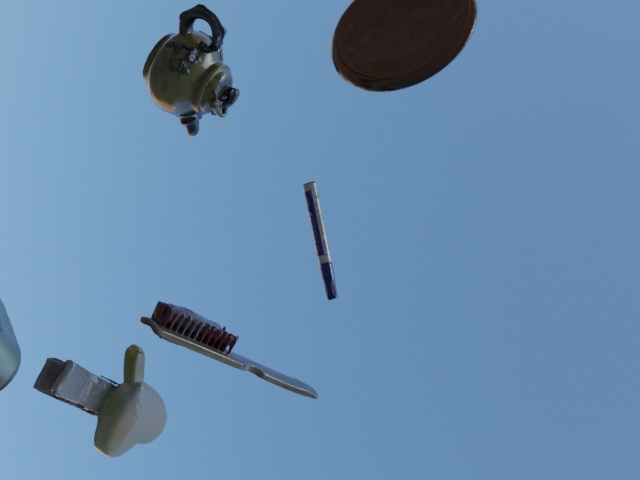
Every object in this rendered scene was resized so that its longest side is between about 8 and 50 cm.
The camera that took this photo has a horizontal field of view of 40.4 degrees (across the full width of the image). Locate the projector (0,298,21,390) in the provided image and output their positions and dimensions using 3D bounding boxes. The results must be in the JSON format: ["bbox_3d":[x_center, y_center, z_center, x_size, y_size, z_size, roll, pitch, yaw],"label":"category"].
[{"bbox_3d":[-0.655,0.132,1.363,0.249,0.249,0.248,-32,-133,-7],"label":"projector"}]

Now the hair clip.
[{"bbox_3d":[-0.301,0.226,1.267,0.071,0.218,0.159,20,-106,46],"label":"hair clip"}]

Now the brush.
[{"bbox_3d":[-0.119,0.163,1.275,0.060,0.321,0.050,22,-98,51],"label":"brush"}]

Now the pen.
[{"bbox_3d":[0.000,0.000,1.452,0.025,0.025,0.204,-20,-105,35],"label":"pen"}]

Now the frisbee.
[{"bbox_3d":[0.129,-0.344,1.400,0.251,0.021,0.250,-14,-125,21],"label":"frisbee"}]

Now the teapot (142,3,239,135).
[{"bbox_3d":[-0.240,-0.327,1.720,0.183,0.173,0.269,33,-54,11],"label":"teapot"}]
